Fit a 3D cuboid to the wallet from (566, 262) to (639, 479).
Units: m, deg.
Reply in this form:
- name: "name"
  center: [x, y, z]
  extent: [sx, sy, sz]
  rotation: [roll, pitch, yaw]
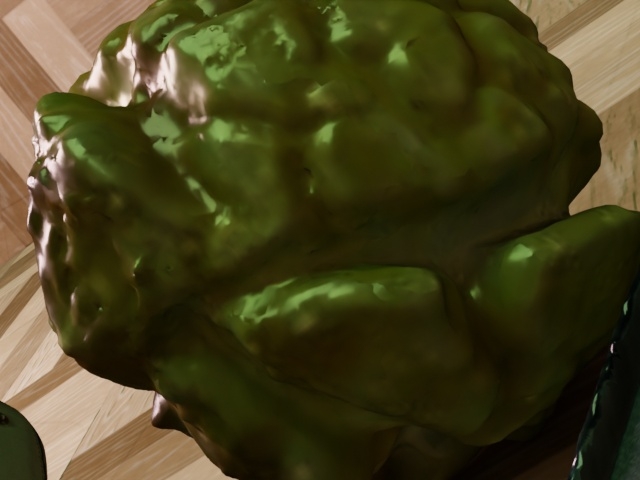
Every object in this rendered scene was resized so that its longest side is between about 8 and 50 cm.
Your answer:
- name: "wallet"
  center: [0.157, 0.070, 0.366]
  extent: [0.237, 0.075, 0.342]
  rotation: [-24, 29, 42]

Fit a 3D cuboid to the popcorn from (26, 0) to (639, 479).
- name: "popcorn"
  center: [0.006, -0.003, 0.685]
  extent: [0.247, 0.282, 0.282]
  rotation: [-42, 13, -3]

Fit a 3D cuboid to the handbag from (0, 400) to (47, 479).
- name: "handbag"
  center: [-0.206, 0.234, 0.648]
  extent: [0.241, 0.109, 0.315]
  rotation: [-110, 37, -61]
